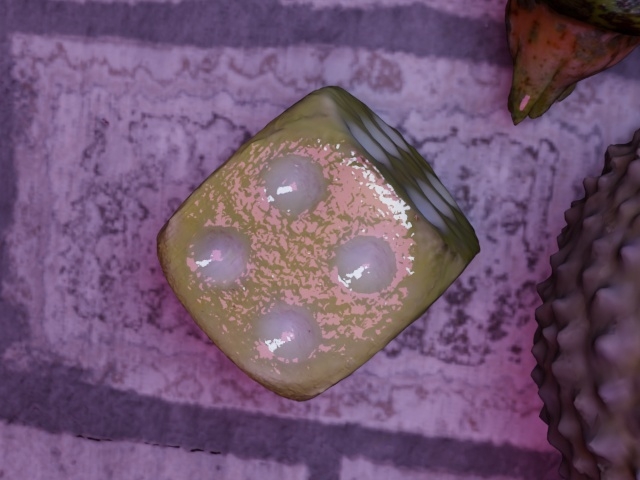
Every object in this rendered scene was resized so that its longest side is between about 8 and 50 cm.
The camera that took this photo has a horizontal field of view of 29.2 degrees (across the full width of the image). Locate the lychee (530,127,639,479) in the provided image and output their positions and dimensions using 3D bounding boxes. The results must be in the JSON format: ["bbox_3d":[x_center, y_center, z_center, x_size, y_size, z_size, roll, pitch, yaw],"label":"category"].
[{"bbox_3d":[0.329,0.067,0.732,0.432,0.380,0.380,-17,98,56],"label":"lychee"}]

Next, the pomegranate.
[{"bbox_3d":[0.203,-0.208,0.808,0.204,0.222,0.276,-13,130,6],"label":"pomegranate"}]

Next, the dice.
[{"bbox_3d":[0.000,0.000,0.889,0.169,0.169,0.166,-41,91,16],"label":"dice"}]
